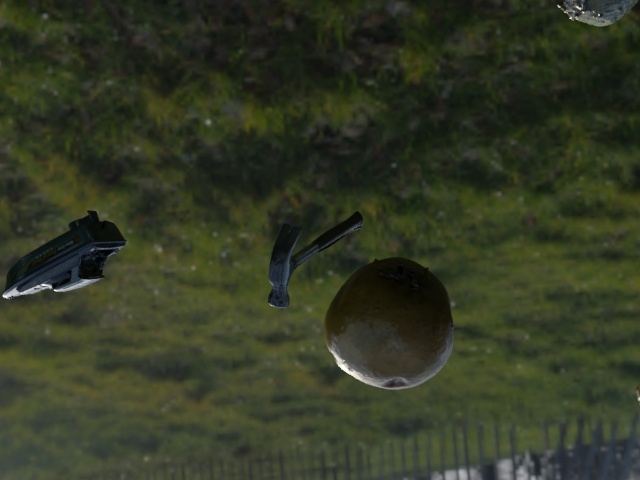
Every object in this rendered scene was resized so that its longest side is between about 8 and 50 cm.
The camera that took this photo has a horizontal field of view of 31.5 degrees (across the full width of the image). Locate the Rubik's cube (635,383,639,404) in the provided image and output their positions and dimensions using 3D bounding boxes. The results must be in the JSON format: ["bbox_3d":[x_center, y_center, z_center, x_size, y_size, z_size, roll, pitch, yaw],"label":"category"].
[{"bbox_3d":[0.486,0.215,1.548,0.111,0.111,0.093,-5,174,-26],"label":"Rubik's cube"}]

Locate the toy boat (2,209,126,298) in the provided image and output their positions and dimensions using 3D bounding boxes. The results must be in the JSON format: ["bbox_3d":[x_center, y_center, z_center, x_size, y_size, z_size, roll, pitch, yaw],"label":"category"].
[{"bbox_3d":[-0.255,0.025,1.092,0.141,0.060,0.055,-26,170,25],"label":"toy boat"}]

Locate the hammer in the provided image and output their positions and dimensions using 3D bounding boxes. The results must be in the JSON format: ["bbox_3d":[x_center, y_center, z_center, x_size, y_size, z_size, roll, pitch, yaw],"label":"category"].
[{"bbox_3d":[0.000,0.000,1.545,0.029,0.103,0.246,15,-154,24],"label":"hammer"}]

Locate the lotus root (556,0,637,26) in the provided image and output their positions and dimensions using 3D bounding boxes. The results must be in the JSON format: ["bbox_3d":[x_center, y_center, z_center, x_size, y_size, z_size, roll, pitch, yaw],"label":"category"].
[{"bbox_3d":[0.394,-0.339,1.536,0.144,0.070,0.143,-37,173,-27],"label":"lotus root"}]

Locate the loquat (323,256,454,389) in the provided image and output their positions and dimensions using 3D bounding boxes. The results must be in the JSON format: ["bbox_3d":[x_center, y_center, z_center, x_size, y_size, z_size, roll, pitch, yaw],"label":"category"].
[{"bbox_3d":[0.114,0.124,1.736,0.213,0.213,0.213,-5,179,0],"label":"loquat"}]
